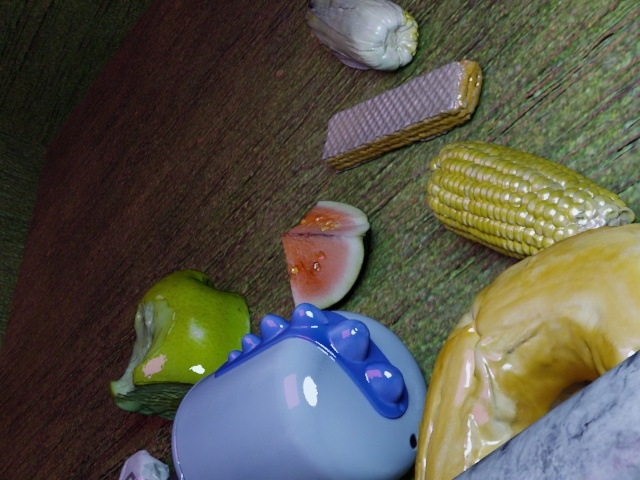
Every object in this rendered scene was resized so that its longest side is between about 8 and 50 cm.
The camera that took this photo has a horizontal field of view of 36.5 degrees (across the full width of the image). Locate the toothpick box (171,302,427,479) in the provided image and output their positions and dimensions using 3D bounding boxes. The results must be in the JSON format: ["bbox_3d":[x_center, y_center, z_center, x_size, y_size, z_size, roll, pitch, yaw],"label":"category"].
[{"bbox_3d":[-0.020,0.220,1.258,0.354,0.263,0.263,-34,42,44],"label":"toothpick box"}]

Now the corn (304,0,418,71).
[{"bbox_3d":[0.064,-0.367,1.681,0.122,0.123,0.305,-66,27,7],"label":"corn"}]

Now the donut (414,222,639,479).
[{"bbox_3d":[0.254,0.190,0.859,0.449,0.198,0.449,-37,40,39],"label":"donut"}]

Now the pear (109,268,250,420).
[{"bbox_3d":[-0.258,0.175,1.805,0.286,0.176,0.282,-29,44,49],"label":"pear"}]

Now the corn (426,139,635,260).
[{"bbox_3d":[0.231,-0.041,1.141,0.130,0.130,0.347,-65,29,5],"label":"corn"}]

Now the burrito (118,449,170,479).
[{"bbox_3d":[-0.365,0.604,1.753,0.139,0.101,0.446,-7,62,53],"label":"burrito"}]

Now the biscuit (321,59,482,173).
[{"bbox_3d":[0.117,-0.191,1.530,0.378,0.054,0.094,-14,58,57],"label":"biscuit"}]

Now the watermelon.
[{"bbox_3d":[0.017,0.010,1.530,0.193,0.137,0.145,-47,-1,34],"label":"watermelon"}]

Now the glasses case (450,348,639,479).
[{"bbox_3d":[0.183,0.180,0.717,0.299,0.060,0.114,-45,34,32],"label":"glasses case"}]

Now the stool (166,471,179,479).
[{"bbox_3d":[-0.172,0.427,1.485,0.228,0.139,0.153,-53,28,34],"label":"stool"}]
